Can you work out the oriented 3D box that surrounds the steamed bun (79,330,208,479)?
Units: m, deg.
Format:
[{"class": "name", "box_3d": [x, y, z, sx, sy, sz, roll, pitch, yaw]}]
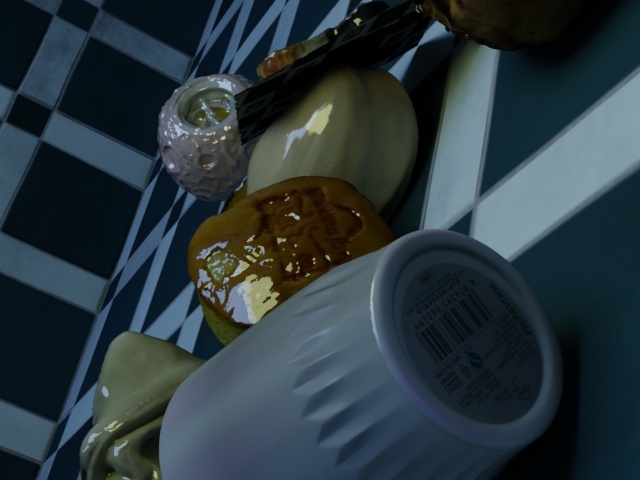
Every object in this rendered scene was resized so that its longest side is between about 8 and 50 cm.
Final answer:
[{"class": "steamed bun", "box_3d": [-0.165, 0.294, 1.482, 0.324, 0.219, 0.310, -80, -17, -56]}]

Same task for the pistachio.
[{"class": "pistachio", "box_3d": [0.011, -0.093, 1.604, 0.332, 0.226, 0.208, -59, -21, 12]}]

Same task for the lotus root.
[{"class": "lotus root", "box_3d": [0.203, -0.316, 1.311, 0.272, 0.272, 0.192, -100, 29, -63]}]

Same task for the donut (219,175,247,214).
[{"class": "donut", "box_3d": [-0.066, -0.078, 1.966, 0.272, 0.107, 0.272, -48, 24, 29]}]

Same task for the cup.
[{"class": "cup", "box_3d": [0.030, 0.163, 1.068, 0.371, 0.253, 0.253, -41, 28, 47]}]

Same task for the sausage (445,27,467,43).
[{"class": "sausage", "box_3d": [0.257, -0.378, 1.497, 0.264, 0.083, 0.083, -49, 22, 37]}]

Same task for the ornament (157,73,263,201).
[{"class": "ornament", "box_3d": [-0.189, -0.198, 2.255, 0.225, 0.259, 0.259, 70, -151, -52]}]

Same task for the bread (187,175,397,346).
[{"class": "bread", "box_3d": [-0.029, 0.036, 1.424, 0.270, 0.270, 0.148, -81, -14, -45]}]

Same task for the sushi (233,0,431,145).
[{"class": "sushi", "box_3d": [0.009, -0.279, 1.647, 0.339, 0.069, 0.320, -31, -5, -5]}]
